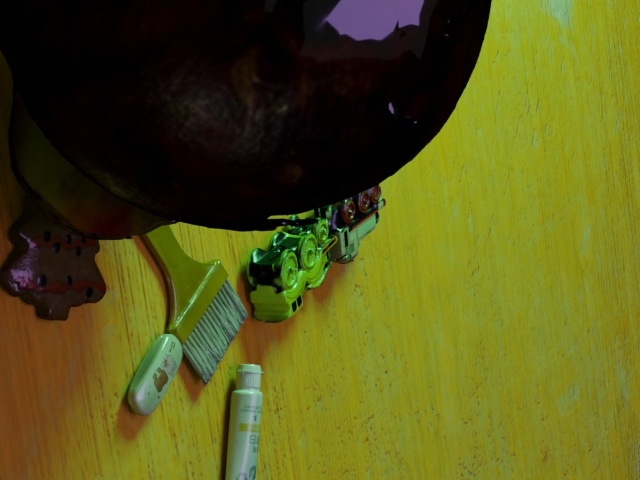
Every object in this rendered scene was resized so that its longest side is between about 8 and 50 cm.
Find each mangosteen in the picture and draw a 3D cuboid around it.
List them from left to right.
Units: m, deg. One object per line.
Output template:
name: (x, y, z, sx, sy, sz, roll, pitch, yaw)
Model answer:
mangosteen: (-0.085, -0.186, 1.045, 0.381, 0.421, 0.381, 18, 66, -45)

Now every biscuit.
biscuit: (-0.219, 0.002, 1.163, 0.119, 0.019, 0.130, 9, 79, -58)

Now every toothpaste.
toothpaste: (-0.076, 0.216, 1.361, 0.048, 0.031, 0.190, 17, 76, -60)

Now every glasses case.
glasses case: (-0.148, 0.120, 1.260, 0.032, 0.021, 0.083, 59, 41, -34)

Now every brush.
brush: (-0.144, 0.002, 1.288, 0.272, 0.013, 0.103, 63, 39, -31)

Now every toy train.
toy train: (0.000, 0.000, 1.485, 0.250, 0.053, 0.085, -43, 130, -52)
